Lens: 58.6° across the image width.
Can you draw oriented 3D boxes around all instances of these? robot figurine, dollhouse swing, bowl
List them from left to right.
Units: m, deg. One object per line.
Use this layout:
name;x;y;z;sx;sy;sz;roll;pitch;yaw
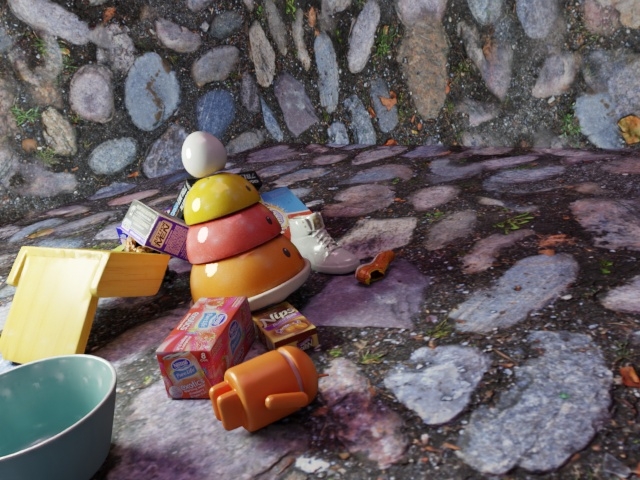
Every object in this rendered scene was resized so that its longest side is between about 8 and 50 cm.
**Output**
bowl;-0.501;0.352;1.010;0.312;0.163;0.311;-8;19;3
dollhouse swing;-0.643;0.175;1.562;0.347;0.304;0.315;2;-3;27
robot figurine;-0.096;0.282;1.091;0.220;0.128;0.158;-19;-20;-26

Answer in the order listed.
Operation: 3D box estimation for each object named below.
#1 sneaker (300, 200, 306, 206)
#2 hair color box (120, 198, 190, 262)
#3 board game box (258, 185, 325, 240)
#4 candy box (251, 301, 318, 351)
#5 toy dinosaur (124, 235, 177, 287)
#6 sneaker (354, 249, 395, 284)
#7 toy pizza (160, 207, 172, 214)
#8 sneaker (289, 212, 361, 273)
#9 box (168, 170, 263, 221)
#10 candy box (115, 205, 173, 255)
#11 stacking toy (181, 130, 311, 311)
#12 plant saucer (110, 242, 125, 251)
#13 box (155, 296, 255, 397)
sneaker;-0.181;-0.139;2.373;0.226;0.086;0.163;-12;22;-7
hair color box;-0.418;0.000;1.758;0.339;0.110;0.185;29;-2;-43
board game box;-0.181;-0.056;2.001;0.317;0.064;0.242;-24;56;-35
candy box;-0.093;0.215;1.390;0.109;0.053;0.187;-17;19;-21
toy dinosaur;-0.580;0.044;1.833;0.165;0.218;0.322;-6;20;6
sneaker;0.170;0.083;1.660;0.067;0.064;0.175;28;42;29
toy pizza;-0.582;-0.092;2.125;0.202;0.032;0.201;-9;19;3
sneaker;0.000;0.000;1.783;0.108;0.169;0.293;-23;25;-39
box;-0.389;-0.117;2.027;0.296;0.073;0.293;-15;-26;-43
candy box;-0.579;-0.041;2.219;0.268;0.122;0.317;9;27;44
stacking toy;-0.253;-0.059;1.530;0.351;0.479;0.350;-18;13;4
plant saucer;-0.741;0.091;1.935;0.241;0.037;0.241;-30;17;10
box;-0.250;0.234;1.294;0.128;0.122;0.257;-3;20;13
